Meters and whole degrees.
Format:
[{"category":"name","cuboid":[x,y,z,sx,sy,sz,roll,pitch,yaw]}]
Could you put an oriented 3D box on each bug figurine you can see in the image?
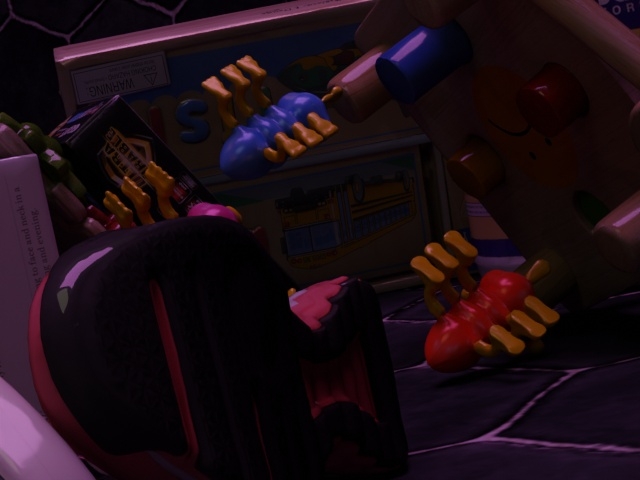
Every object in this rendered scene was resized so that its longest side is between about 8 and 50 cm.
[{"category":"bug figurine","cuboid":[-0.002,0.012,1.040,0.216,0.279,0.072,-31,-30,-30]}]

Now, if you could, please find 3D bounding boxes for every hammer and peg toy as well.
[{"category":"hammer and peg toy","cuboid":[0.146,-0.098,1.037,0.127,0.266,0.361,-38,-3,-19]}]

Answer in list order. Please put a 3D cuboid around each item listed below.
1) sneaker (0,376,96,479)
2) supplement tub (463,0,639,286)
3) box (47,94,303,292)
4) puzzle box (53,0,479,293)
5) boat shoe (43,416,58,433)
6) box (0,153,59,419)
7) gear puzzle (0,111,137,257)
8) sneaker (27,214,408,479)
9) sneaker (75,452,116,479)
[{"category":"sneaker","cuboid":[-0.212,0.119,0.663,0.350,0.131,0.148,4,39,46]},{"category":"supplement tub","cuboid":[0.214,-0.137,1.341,0.241,0.331,0.241,-11,5,1]},{"category":"box","cuboid":[-0.097,-0.002,1.179,0.051,0.220,0.175,-46,13,-11]},{"category":"puzzle box","cuboid":[-0.010,-0.073,1.499,0.409,0.272,0.052,-12,22,-6]},{"category":"boat shoe","cuboid":[-0.165,0.112,0.853,0.056,0.048,0.153,-37,1,17]},{"category":"box","cuboid":[-0.235,0.050,1.037,0.119,0.181,0.182,-14,5,-28]},{"category":"gear puzzle","cuboid":[-0.177,-0.028,1.119,0.044,0.339,0.175,-49,20,-21]},{"category":"sneaker","cuboid":[-0.062,0.072,0.717,0.136,0.116,0.314,-15,-13,16]},{"category":"sneaker","cuboid":[-0.101,0.117,0.801,0.057,0.047,0.119,0,6,0]}]
